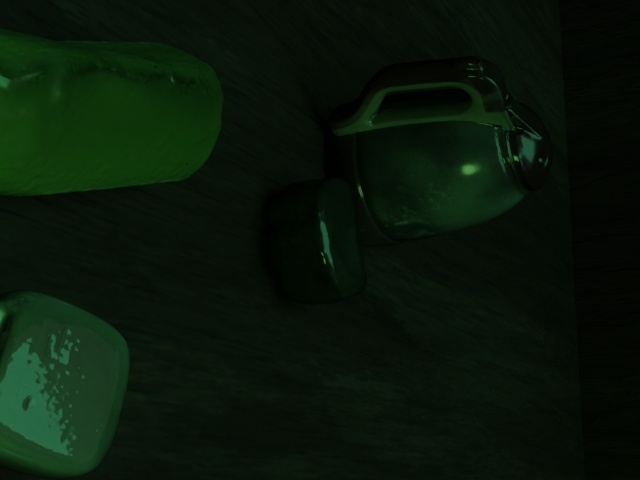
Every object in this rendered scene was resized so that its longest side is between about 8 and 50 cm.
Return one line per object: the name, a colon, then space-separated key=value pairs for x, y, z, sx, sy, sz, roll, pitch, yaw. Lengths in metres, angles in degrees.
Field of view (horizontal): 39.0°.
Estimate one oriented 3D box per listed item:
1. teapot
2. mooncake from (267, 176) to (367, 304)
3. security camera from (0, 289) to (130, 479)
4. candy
teapot: x=0.176 y=-0.148 z=1.354 sx=0.315 sy=0.312 sz=0.233 roll=51 pitch=40 yaw=-43
mooncake: x=0.000 y=0.000 z=1.218 sx=0.168 sy=0.104 sz=0.175 roll=44 pitch=44 yaw=-43
security camera: x=-0.286 y=0.089 z=0.722 sx=0.301 sy=0.080 sz=0.157 roll=36 pitch=55 yaw=-40
candy: x=-0.229 y=-0.121 z=0.830 sx=0.343 sy=0.132 sz=0.142 roll=-8 pitch=133 yaw=-59
